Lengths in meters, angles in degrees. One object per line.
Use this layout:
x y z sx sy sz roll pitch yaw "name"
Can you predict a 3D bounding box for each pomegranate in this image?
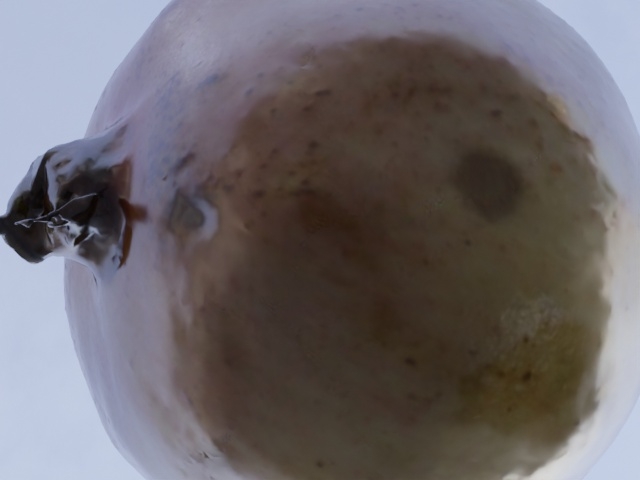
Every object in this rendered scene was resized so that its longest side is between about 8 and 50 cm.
0.000 0.000 0.722 0.338 0.338 0.338 -1 -79 -7 "pomegranate"
